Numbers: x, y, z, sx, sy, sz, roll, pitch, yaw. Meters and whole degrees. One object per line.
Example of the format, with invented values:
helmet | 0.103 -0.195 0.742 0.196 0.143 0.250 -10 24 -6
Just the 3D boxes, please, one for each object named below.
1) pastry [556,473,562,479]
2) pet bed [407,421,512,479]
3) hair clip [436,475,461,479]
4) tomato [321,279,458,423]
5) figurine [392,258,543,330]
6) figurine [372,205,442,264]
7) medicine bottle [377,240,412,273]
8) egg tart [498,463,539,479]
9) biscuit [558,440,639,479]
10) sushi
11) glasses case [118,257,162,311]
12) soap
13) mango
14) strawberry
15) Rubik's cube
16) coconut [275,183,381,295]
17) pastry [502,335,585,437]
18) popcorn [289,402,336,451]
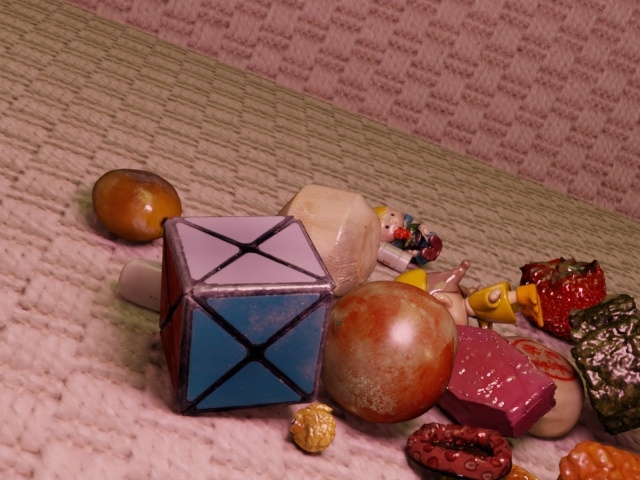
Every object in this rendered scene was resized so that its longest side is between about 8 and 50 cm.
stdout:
pastry | 0.463 0.471 1.607 0.057 0.097 0.109 14 -19 -9
pet bed | 0.253 0.380 1.589 0.201 0.054 0.201 4 6 0
hair clip | 0.226 0.447 1.486 0.072 0.046 0.173 26 14 1
tomato | 0.113 0.197 1.626 0.222 0.270 0.270 39 14 -29
figurine | 0.308 0.150 1.928 0.343 0.215 0.187 -4 53 17
figurine | 0.207 -0.020 2.399 0.234 0.127 0.185 34 3 -11
medicine bottle | 0.194 0.044 2.342 0.089 0.057 0.057 27 22 9
egg tart | 0.351 0.455 1.588 0.130 0.052 0.130 22 22 -9
biscuit | 0.562 0.511 1.500 0.318 0.110 0.312 25 43 -22
sushi | 0.656 0.266 1.921 0.352 0.178 0.294 24 46 -70
glasses case | -0.275 0.100 1.705 0.233 0.092 0.059 19 20 -16
soap | 0.310 0.273 1.772 0.182 0.112 0.289 -32 46 -19
mango | -0.411 -0.089 1.940 0.192 0.146 0.316 13 11 -27
strawberry | 0.661 0.168 2.371 0.260 0.258 0.261 -6 15 1
Rubik's cube | -0.134 0.119 1.516 0.260 0.259 0.255 -5 33 -18
coconut | 0.000 0.000 2.021 0.247 0.245 0.245 11 18 20
pastry | 0.451 0.312 1.913 0.264 0.133 0.265 17 24 -8
popcorn | -0.021 0.314 1.493 0.084 0.084 0.084 20 22 -9
